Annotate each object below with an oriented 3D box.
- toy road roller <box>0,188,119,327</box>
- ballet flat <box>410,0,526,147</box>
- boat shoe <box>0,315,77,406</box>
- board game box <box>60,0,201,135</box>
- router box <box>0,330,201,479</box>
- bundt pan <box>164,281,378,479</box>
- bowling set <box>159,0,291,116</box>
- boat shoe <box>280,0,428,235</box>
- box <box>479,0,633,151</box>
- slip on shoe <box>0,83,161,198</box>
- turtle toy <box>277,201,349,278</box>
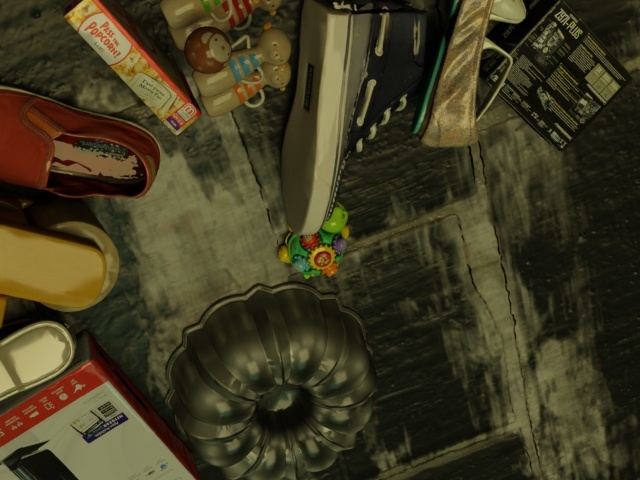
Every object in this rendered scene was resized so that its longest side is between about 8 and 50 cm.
[{"bbox_3d":[-0.434,0.055,1.314,0.329,0.202,0.241,12,102,-24],"label":"toy road roller"},{"bbox_3d":[0.204,-0.271,1.394,0.106,0.107,0.316,13,102,-2],"label":"ballet flat"},{"bbox_3d":[-0.487,0.193,1.438,0.335,0.095,0.112,-22,98,-12],"label":"boat shoe"},{"bbox_3d":[-0.230,-0.229,1.282,0.045,0.147,0.193,-39,123,6],"label":"board game box"},{"bbox_3d":[-0.393,0.336,1.576,0.335,0.082,0.301,-33,122,1],"label":"router box"},{"bbox_3d":[-0.062,0.232,1.604,0.330,0.124,0.331,-7,119,-13],"label":"bundt pan"},{"bbox_3d":[-0.098,-0.256,1.287,0.154,0.200,0.287,-26,126,-4],"label":"bowling set"},{"bbox_3d":[0.048,-0.165,1.420,0.158,0.127,0.341,-3,120,-23],"label":"boat shoe"},{"bbox_3d":[0.318,-0.238,1.494,0.180,0.077,0.147,36,103,-30],"label":"box"},{"bbox_3d":[-0.357,-0.115,1.331,0.331,0.101,0.123,9,116,-21],"label":"slip on shoe"},{"bbox_3d":[0.000,0.000,1.528,0.095,0.066,0.130,9,115,-22],"label":"turtle toy"}]
